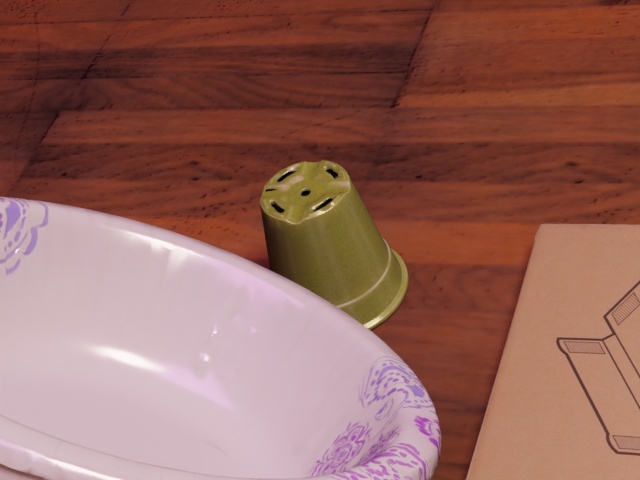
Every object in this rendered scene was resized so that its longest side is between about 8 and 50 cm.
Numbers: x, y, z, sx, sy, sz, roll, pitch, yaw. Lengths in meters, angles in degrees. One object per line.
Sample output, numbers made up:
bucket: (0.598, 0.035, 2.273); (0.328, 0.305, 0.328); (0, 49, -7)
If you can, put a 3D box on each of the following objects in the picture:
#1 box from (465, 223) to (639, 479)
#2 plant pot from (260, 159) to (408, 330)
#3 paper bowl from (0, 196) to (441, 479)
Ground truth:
box: (0.171, 0.066, 0.796); (0.164, 0.021, 0.201); (1, 43, 22)
plant pot: (0.000, 0.000, 0.891); (0.083, 0.079, 0.083); (-11, 40, 10)
paper bowl: (-0.100, 0.100, 0.705); (0.284, 0.148, 0.284); (16, 17, -5)
